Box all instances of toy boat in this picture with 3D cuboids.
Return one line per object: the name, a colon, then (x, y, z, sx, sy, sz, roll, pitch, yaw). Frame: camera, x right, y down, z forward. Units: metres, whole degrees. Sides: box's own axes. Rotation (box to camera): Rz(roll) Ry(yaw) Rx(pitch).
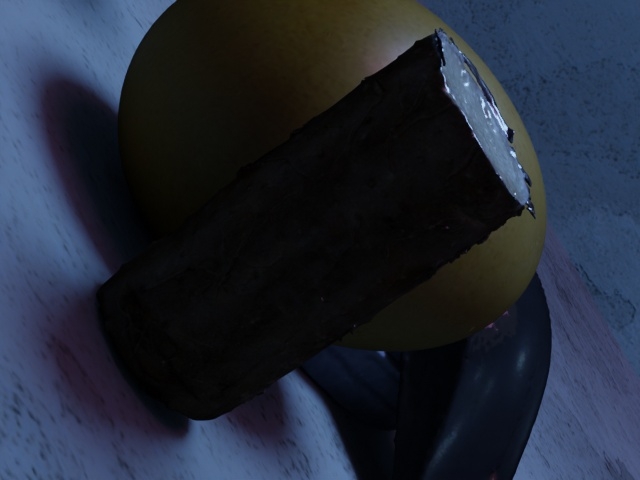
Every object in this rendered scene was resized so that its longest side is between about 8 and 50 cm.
toy boat: (0.034, 0.078, 1.549, 0.283, 0.078, 0.127, 46, 18, -47)

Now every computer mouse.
computer mouse: (0.131, 0.125, 1.518, 0.168, 0.087, 0.295, 31, 64, -59)

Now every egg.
egg: (0.012, -0.054, 1.321, 0.322, 0.250, 0.250, 35, 17, -7)

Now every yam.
yam: (-0.001, 0.000, 1.142, 0.131, 0.280, 0.131, 45, 21, -23)
